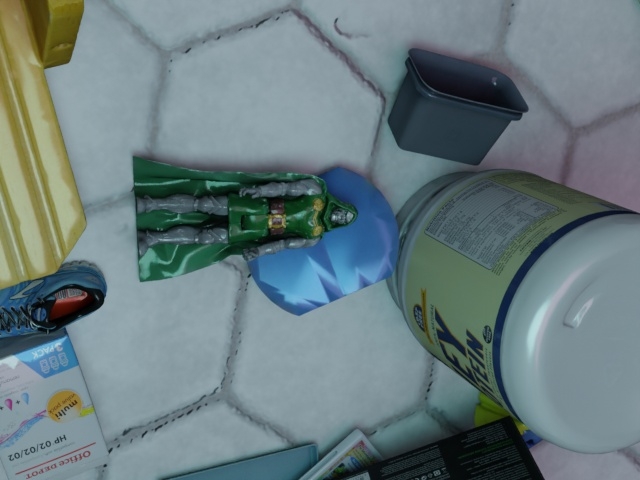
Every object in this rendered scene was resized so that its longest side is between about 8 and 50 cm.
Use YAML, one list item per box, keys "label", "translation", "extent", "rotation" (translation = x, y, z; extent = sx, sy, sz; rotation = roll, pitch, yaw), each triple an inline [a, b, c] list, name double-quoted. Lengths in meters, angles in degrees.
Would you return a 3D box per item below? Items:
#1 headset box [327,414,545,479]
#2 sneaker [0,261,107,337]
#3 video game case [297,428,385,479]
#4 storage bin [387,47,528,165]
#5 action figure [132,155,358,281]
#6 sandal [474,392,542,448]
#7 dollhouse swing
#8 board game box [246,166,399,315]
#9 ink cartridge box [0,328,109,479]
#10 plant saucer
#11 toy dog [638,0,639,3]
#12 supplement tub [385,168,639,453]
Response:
- label: "headset box"
  translation: [0.155, 0.381, 1.235]
  extent: [0.246, 0.131, 0.283]
  rotation: [-19, 123, 0]
- label: "sneaker"
  translation: [-0.289, 0.064, 1.048]
  extent: [0.162, 0.073, 0.063]
  rotation: [-19, 111, -16]
- label: "video game case"
  translation: [0.030, 0.319, 1.269]
  extent: [0.143, 0.019, 0.157]
  rotation: [-40, 124, -7]
- label: "storage bin"
  translation: [0.140, -0.144, 1.161]
  extent: [0.135, 0.098, 0.091]
  rotation: [10, 128, -25]
- label: "action figure"
  translation: [-0.074, -0.024, 1.100]
  extent: [0.232, 0.063, 0.137]
  rotation: [-4, 114, -11]
- label: "sandal"
  translation: [0.333, 0.171, 1.308]
  extent: [0.317, 0.126, 0.138]
  rotation: [-35, 119, -8]
- label: "dollhouse swing"
  translation: [-0.359, -0.093, 0.870]
  extent: [0.347, 0.315, 0.304]
  rotation: [-16, 91, -18]
- label: "board game box"
  translation: [0.000, 0.000, 1.164]
  extent: [0.169, 0.033, 0.133]
  rotation: [-24, 90, -3]
- label: "ink cartridge box"
  translation: [-0.286, 0.184, 1.090]
  extent: [0.104, 0.061, 0.181]
  rotation: [-20, 112, -16]
- label: "plant saucer"
  translation: [-0.093, 0.282, 1.221]
  extent: [0.192, 0.018, 0.067]
  rotation: [-10, 108, -20]
- label: "toy dog"
  translation: [0.606, -0.324, 1.191]
  extent: [0.408, 0.284, 0.395]
  rotation: [-31, 114, -14]
- label: "supplement tub"
  translation: [0.224, 0.055, 1.113]
  extent: [0.236, 0.325, 0.235]
  rotation: [-6, 107, -21]
